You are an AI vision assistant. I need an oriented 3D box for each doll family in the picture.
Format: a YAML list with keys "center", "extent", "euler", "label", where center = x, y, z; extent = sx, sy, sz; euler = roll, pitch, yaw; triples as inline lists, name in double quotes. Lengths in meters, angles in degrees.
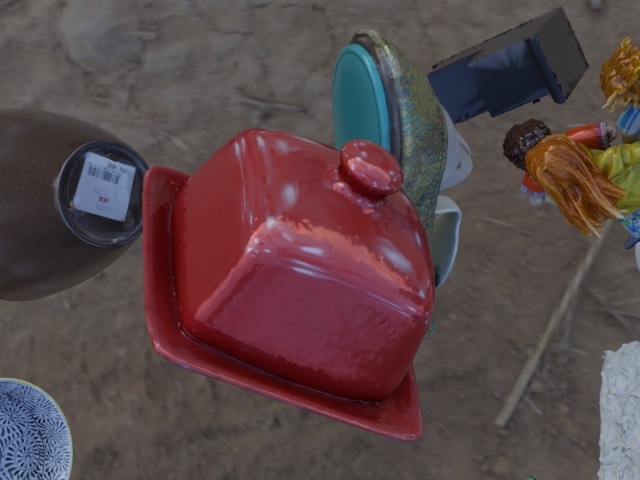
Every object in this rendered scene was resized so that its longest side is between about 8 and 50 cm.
- center: [0.240, -0.079, 0.993]
  extent: [0.163, 0.118, 0.263]
  euler: [19, 132, -31]
  label: "doll family"

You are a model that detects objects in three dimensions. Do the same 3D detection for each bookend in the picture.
- center: [0.178, -0.162, 1.434]
  extent: [0.156, 0.157, 0.072]
  euler: [-22, 100, 24]
  label: "bookend"

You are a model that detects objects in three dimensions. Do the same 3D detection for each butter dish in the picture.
- center: [0.000, 0.000, 0.714]
  extent: [0.160, 0.160, 0.118]
  euler: [21, 122, -23]
  label: "butter dish"

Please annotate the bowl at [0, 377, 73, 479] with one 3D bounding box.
- center: [-0.343, 0.218, 1.416]
  extent: [0.170, 0.080, 0.170]
  euler: [-3, 94, -38]
  label: "bowl"

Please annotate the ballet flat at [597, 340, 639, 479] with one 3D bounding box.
- center: [0.363, 0.280, 1.494]
  extent: [0.147, 0.147, 0.409]
  euler: [17, 58, -20]
  label: "ballet flat"

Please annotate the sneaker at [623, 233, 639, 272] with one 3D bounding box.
- center: [0.394, -0.085, 1.281]
  extent: [0.130, 0.236, 0.322]
  euler: [30, 84, -4]
  label: "sneaker"

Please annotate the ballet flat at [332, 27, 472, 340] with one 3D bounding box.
- center: [0.065, -0.034, 1.138]
  extent: [0.123, 0.123, 0.348]
  euler: [-12, 136, -16]
  label: "ballet flat"

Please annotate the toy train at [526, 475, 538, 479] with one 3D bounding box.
- center: [0.253, 0.333, 1.750]
  extent: [0.024, 0.017, 0.083]
  euler: [27, 78, 1]
  label: "toy train"

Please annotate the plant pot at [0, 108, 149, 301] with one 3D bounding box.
- center: [-0.273, -0.044, 1.475]
  extent: [0.215, 0.230, 0.215]
  euler: [2, 87, -34]
  label: "plant pot"
